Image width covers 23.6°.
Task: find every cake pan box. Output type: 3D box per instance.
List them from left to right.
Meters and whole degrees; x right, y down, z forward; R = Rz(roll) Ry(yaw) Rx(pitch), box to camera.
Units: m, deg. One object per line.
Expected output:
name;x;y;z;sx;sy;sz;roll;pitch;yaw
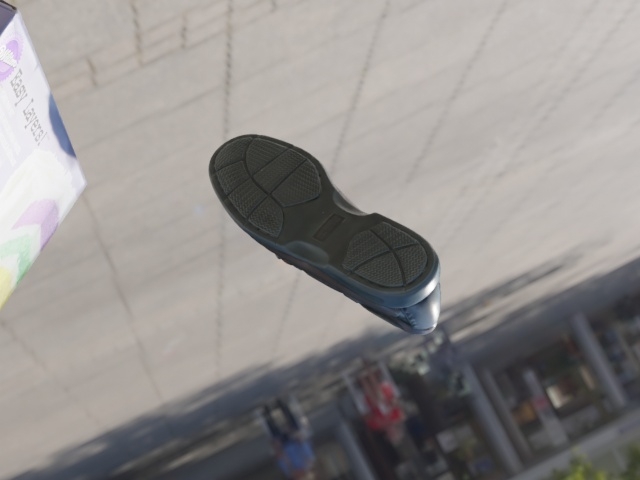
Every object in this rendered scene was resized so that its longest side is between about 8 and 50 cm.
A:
cake pan box;-0.263;-0.012;1.004;0.246;0.070;0.267;-60;167;-21

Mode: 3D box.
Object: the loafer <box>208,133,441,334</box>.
loafer;0.000;0.000;1.342;0.096;0.267;0.084;-40;141;-19
